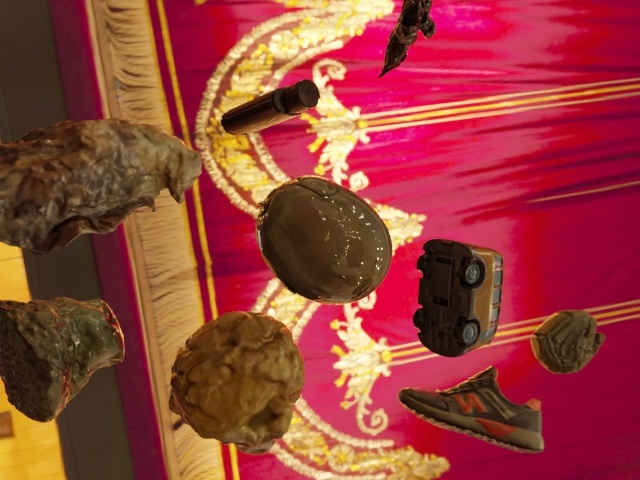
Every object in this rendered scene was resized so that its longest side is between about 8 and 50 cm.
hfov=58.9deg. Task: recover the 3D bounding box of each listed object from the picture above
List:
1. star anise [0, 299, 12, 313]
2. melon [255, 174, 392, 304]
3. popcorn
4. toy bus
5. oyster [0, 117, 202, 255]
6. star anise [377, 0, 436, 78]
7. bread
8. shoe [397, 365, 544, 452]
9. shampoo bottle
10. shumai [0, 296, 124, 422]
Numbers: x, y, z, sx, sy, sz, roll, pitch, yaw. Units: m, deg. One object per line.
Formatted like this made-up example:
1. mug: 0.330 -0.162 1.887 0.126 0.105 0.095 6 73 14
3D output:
1. star anise: -0.851 0.167 1.389 0.209 0.089 0.231 53 21 -59
2. melon: 0.000 0.000 1.267 0.268 0.330 0.268 -42 -154 26
3. popcorn: -0.214 0.354 1.493 0.354 0.345 0.389 -79 -179 -72
4. toy bus: 0.260 0.101 1.036 0.126 0.136 0.209 10 -81 54
5. oyster: -0.305 -0.083 0.687 0.271 0.276 0.100 -76 -168 -46
6. star anise: 0.224 -0.505 1.363 0.272 0.103 0.271 -158 -90 -88
7. bread: 0.537 0.216 1.232 0.117 0.156 0.064 44 -10 4
8. shoe: 0.356 0.365 1.319 0.132 0.337 0.170 62 45 -64
9. shampoo bottle: -0.132 -0.350 1.516 0.323 0.129 0.083 -6 -86 47
10. shumai: -0.760 0.309 1.667 0.398 0.324 0.323 28 -56 35
